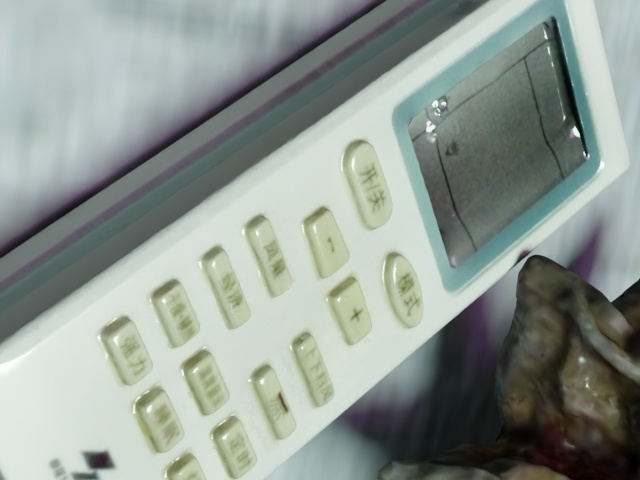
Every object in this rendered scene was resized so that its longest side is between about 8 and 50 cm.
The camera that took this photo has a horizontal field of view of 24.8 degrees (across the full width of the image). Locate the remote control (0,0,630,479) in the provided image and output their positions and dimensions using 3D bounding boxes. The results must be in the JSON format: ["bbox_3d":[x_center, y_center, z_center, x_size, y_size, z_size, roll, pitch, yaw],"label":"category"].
[{"bbox_3d":[0.000,0.000,0.499,0.277,0.055,0.102,-37,124,-27],"label":"remote control"}]

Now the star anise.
[{"bbox_3d":[0.114,0.119,0.571,0.236,0.109,0.223,-50,139,-18],"label":"star anise"}]
